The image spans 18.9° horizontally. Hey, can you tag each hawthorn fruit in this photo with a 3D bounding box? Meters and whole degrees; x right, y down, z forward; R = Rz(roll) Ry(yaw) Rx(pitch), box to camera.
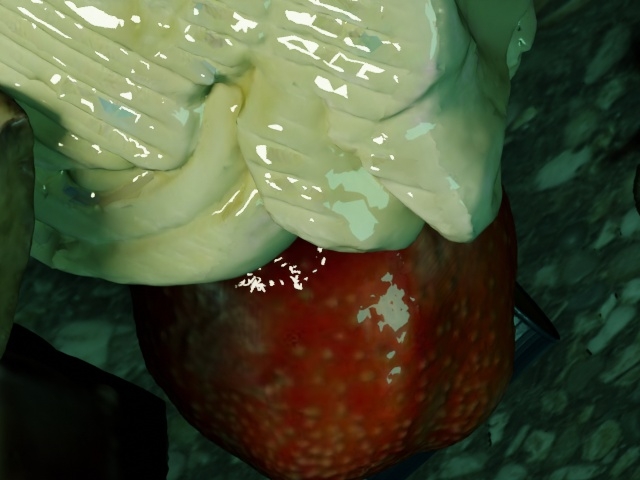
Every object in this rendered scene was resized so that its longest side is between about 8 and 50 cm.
[{"bbox_3d":[0.000,0.000,0.976,0.205,0.205,0.253,-21,127,-22],"label":"hawthorn fruit"}]

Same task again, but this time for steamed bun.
[{"bbox_3d":[-0.040,-0.132,0.790,0.207,0.268,0.280,-54,137,-49],"label":"steamed bun"}]

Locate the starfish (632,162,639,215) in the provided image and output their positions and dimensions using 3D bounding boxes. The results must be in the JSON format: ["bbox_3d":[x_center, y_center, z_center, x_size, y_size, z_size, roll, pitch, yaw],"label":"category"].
[{"bbox_3d":[0.253,-0.100,1.173,0.146,0.074,0.190,-11,133,-33],"label":"starfish"}]

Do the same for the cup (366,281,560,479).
[{"bbox_3d":[0.063,0.072,1.155,0.138,0.113,0.150,-45,139,9],"label":"cup"}]

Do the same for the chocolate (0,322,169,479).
[{"bbox_3d":[-0.228,0.121,0.876,0.283,0.283,0.186,-40,125,0],"label":"chocolate"}]

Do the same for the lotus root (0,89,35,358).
[{"bbox_3d":[-0.277,0.009,0.731,0.314,0.210,0.142,13,134,-1],"label":"lotus root"}]
